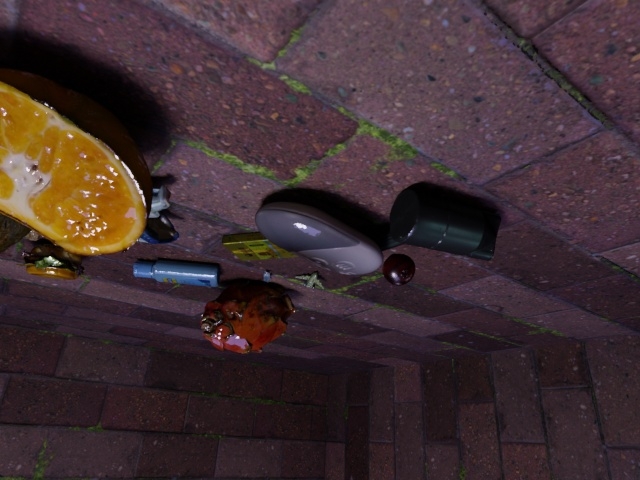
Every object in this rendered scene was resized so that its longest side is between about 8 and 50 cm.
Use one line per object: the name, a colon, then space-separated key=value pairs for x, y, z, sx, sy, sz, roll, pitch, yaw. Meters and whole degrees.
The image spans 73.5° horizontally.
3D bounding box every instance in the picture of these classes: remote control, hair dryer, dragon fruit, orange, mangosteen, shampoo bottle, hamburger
remote control: x=0.000 y=0.000 z=1.004 sx=0.332 sy=0.103 sz=0.221 roll=28 pitch=159 yaw=-30
hair dryer: x=0.242 y=-0.010 z=1.006 sx=0.244 sy=0.116 sz=0.302 roll=14 pitch=164 yaw=-21
dragon fruit: x=-0.250 y=0.259 z=1.465 sx=0.250 sy=0.315 sz=0.250 roll=34 pitch=147 yaw=26
orange: x=-0.416 y=-0.114 z=0.672 sx=0.310 sy=0.274 sz=0.274 roll=48 pitch=151 yaw=6
mangosteen: x=0.188 y=0.070 z=1.041 sx=0.081 sy=0.081 sz=0.081 roll=3 pitch=155 yaw=1
shampoo bottle: x=-0.452 y=0.101 z=1.354 sx=0.259 sy=0.061 sz=0.104 roll=6 pitch=154 yaw=-5
hamburger: x=-0.778 y=0.062 z=1.256 sx=0.164 sy=0.093 sz=0.189 roll=10 pitch=167 yaw=-20

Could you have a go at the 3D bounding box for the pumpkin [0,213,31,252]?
pumpkin: x=-0.740 y=-0.067 z=0.842 sx=0.325 sy=0.232 sz=0.242 roll=24 pitch=151 yaw=-30

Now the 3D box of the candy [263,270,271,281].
candy: x=-0.173 y=0.119 z=1.405 sx=0.030 sy=0.020 sz=0.083 roll=8 pitch=153 yaw=-9

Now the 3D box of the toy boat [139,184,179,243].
toy boat: x=-0.370 y=-0.063 z=0.931 sx=0.115 sy=0.114 sz=0.262 roll=0 pitch=156 yaw=-3

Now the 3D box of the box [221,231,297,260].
box: x=-0.155 y=0.015 z=1.170 sx=0.193 sy=0.030 sz=0.121 roll=-6 pitch=153 yaw=17

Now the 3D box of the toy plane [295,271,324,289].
toy plane: x=-0.030 y=0.132 z=1.394 sx=0.102 sy=0.040 sz=0.111 roll=19 pitch=154 yaw=-9

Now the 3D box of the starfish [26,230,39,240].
starfish: x=-0.704 y=-0.031 z=1.107 sx=0.299 sy=0.060 sz=0.302 roll=6 pitch=169 yaw=-21
